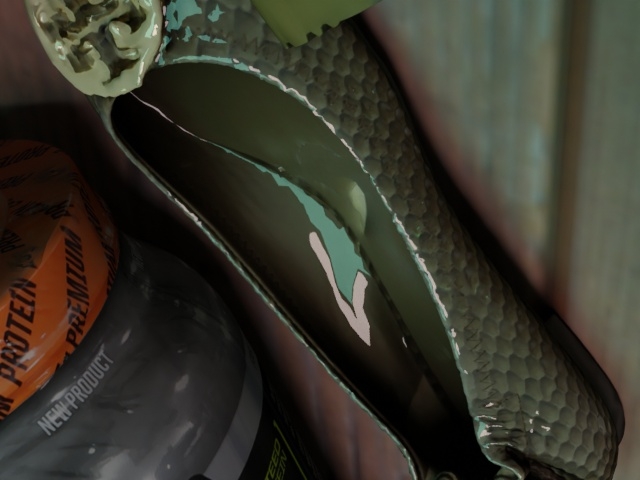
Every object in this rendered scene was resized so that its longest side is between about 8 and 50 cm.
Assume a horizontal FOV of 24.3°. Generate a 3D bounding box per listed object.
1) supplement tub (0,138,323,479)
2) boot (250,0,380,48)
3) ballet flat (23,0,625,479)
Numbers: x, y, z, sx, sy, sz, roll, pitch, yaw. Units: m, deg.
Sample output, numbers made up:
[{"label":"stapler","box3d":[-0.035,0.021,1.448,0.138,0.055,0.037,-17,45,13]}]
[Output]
[{"label":"supplement tub","box3d":[-0.082,0.133,0.532,0.194,0.193,0.316,1,129,39]},{"label":"boot","box3d":[-0.025,-0.176,0.253,0.236,0.089,0.269,-22,111,49]},{"label":"ballet flat","box3d":[0.000,0.000,0.429,0.084,0.058,0.250,-21,117,47]}]
